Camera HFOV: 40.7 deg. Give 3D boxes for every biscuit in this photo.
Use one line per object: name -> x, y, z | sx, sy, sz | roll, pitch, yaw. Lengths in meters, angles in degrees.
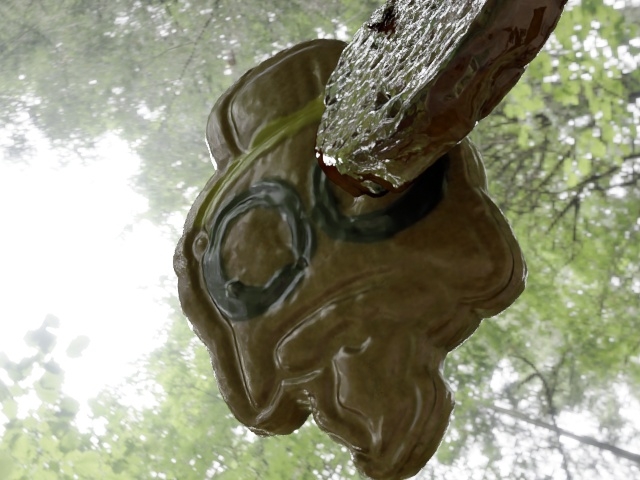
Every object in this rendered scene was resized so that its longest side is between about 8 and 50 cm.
biscuit -> 0.000, 0.000, 0.510 | 0.041, 0.208, 0.290 | 34, -150, -54
biscuit -> 0.063, -0.104, 0.418 | 0.049, 0.192, 0.192 | 31, -104, -19
